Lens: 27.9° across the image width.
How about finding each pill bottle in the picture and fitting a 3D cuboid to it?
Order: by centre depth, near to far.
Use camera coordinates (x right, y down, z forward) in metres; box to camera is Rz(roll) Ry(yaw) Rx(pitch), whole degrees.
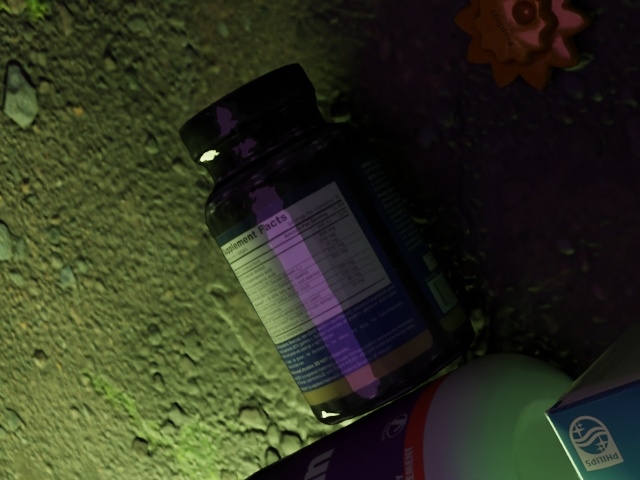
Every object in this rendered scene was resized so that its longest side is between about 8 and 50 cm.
[{"bbox_3d":[0.000,0.000,0.852,0.123,0.123,0.219,-29,90,40],"label":"pill bottle"},{"bbox_3d":[0.047,0.211,0.868,0.323,0.181,0.181,-34,87,39],"label":"pill bottle"}]

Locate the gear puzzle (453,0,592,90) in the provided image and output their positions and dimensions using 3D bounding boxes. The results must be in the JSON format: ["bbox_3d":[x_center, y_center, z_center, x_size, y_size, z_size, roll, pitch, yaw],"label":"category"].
[{"bbox_3d":[0.118,-0.245,0.715,0.175,0.044,0.339,21,120,28],"label":"gear puzzle"}]

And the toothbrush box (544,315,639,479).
[{"bbox_3d":[0.273,0.155,0.660,0.126,0.216,0.295,-25,92,40],"label":"toothbrush box"}]
